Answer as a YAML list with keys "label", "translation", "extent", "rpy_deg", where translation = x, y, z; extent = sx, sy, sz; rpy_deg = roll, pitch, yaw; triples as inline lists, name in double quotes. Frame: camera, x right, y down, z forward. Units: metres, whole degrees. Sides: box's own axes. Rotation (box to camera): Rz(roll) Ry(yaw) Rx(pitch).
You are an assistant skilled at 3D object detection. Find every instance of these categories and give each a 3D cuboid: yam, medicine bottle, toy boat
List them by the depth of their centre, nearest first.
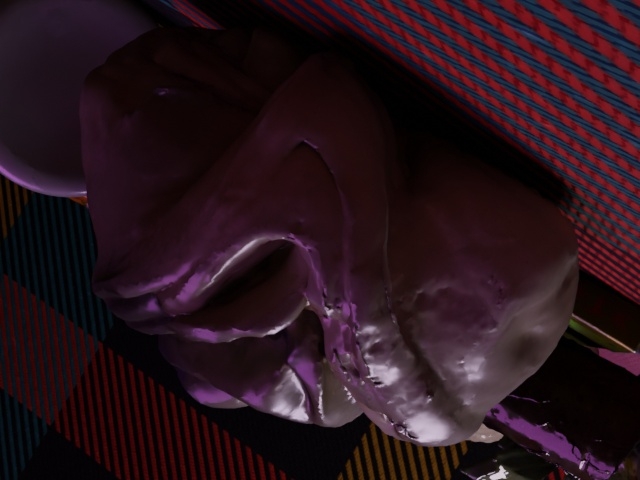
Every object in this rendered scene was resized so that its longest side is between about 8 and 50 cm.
- label: "medicine bottle"
  translation: [-0.275, -0.163, 1.183]
  extent: [0.202, 0.202, 0.316]
  rpy_deg: [32, 178, -23]
- label: "yam"
  translation: [0.202, 0.142, 1.190]
  extent: [0.279, 0.131, 0.131]
  rpy_deg: [28, 177, 19]
- label: "toy boat"
  translation: [0.219, 0.238, 1.298]
  extent: [0.055, 0.093, 0.293]
  rpy_deg: [65, -160, 8]

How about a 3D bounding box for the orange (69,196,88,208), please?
- label: "orange"
  translation: [-0.323, -0.152, 1.927]
  extent: [0.261, 0.261, 0.261]
  rpy_deg: [32, 178, 1]

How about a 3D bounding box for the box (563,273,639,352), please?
- label: "box"
  translation: [0.217, 0.050, 1.184]
  extent: [0.173, 0.043, 0.311]
  rpy_deg: [31, 178, 3]

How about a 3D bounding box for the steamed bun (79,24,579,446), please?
- label: "steamed bun"
  translation: [-0.015, 0.011, 0.822]
  extent: [0.352, 0.247, 0.339]
  rpy_deg: [37, 175, -28]

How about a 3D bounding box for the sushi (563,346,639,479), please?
- label: "sushi"
  translation: [0.379, 0.243, 1.288]
  extent: [0.139, 0.274, 0.184]
  rpy_deg: [-1, -160, -41]

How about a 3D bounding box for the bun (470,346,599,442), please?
- label: "bun"
  translation: [0.182, 0.146, 1.562]
  extent: [0.349, 0.227, 0.352]
  rpy_deg: [29, 179, 26]
